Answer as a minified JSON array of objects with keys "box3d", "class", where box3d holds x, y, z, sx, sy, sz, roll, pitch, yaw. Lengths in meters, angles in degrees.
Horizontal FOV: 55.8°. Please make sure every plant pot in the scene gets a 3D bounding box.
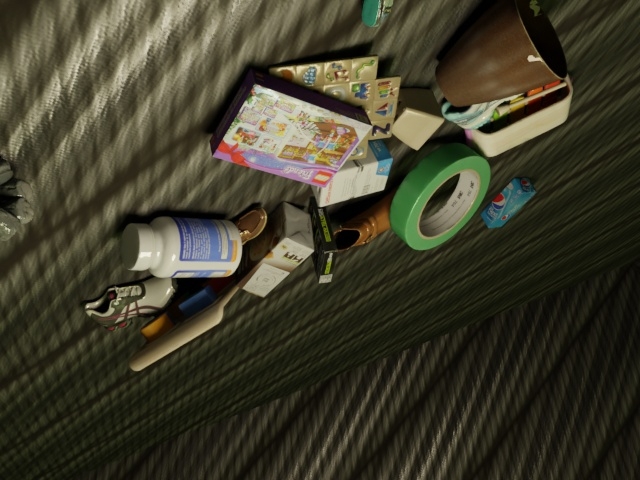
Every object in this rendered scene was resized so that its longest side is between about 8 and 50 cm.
[{"box3d":[0.375,-0.391,1.312,0.230,0.215,0.215,-26,158,39],"class":"plant pot"},{"box3d":[0.211,-0.298,1.437,0.096,0.109,0.109,11,139,-30],"class":"plant pot"}]

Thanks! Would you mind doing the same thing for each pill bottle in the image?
[{"box3d":[-0.347,0.017,1.510,0.272,0.152,0.152,3,143,-41],"class":"pill bottle"}]

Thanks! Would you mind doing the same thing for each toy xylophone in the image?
[{"box3d":[0.549,-0.347,1.633,0.322,0.081,0.236,-22,154,-3],"class":"toy xylophone"}]

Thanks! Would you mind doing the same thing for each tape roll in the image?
[{"box3d":[0.342,-0.120,1.721,0.321,0.077,0.321,-27,141,-24],"class":"tape roll"}]

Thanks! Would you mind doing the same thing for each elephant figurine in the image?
[{"box3d":[-0.682,-0.050,1.139,0.239,0.169,0.186,-16,127,19],"class":"elephant figurine"}]

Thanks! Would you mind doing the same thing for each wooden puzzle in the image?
[{"box3d":[-0.379,0.196,1.735,0.322,0.080,0.348,-31,-167,14],"class":"wooden puzzle"}]

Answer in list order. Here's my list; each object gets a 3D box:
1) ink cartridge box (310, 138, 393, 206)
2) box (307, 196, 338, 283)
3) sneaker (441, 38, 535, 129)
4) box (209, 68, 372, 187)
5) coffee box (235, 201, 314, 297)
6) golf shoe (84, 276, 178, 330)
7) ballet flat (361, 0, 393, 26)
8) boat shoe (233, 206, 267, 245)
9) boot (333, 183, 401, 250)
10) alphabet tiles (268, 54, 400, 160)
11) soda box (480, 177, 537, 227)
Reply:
[{"box3d":[0.078,-0.176,1.571,0.190,0.082,0.139,-15,152,-14],"class":"ink cartridge box"},{"box3d":[0.000,0.000,1.718,0.045,0.184,0.191,-7,150,-10],"class":"box"},{"box3d":[0.404,-0.374,1.444,0.122,0.110,0.283,2,144,-35],"class":"sneaker"},{"box3d":[-0.063,-0.230,1.300,0.293,0.057,0.201,13,133,-33],"class":"box"},{"box3d":[-0.132,0.029,1.690,0.098,0.141,0.246,25,129,-30],"class":"coffee box"},{"box3d":[-0.529,0.168,1.703,0.273,0.105,0.120,-29,146,11],"class":"golf shoe"},{"box3d":[0.117,-0.477,1.089,0.070,0.070,0.188,-14,154,-18],"class":"ballet flat"},{"box3d":[-0.211,-0.025,1.623,0.178,0.064,0.060,-39,171,32],"class":"boat shoe"},{"box3d":[0.158,-0.066,1.753,0.283,0.109,0.220,-29,178,35],"class":"boot"},{"box3d":[0.003,-0.273,1.329,0.342,0.011,0.285,-9,142,-9],"class":"alphabet tiles"},{"box3d":[0.662,-0.132,2.136,0.071,0.067,0.210,-6,149,-30],"class":"soda box"}]
